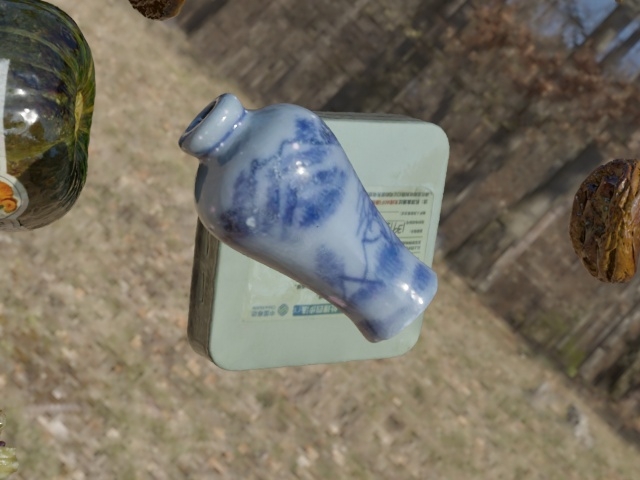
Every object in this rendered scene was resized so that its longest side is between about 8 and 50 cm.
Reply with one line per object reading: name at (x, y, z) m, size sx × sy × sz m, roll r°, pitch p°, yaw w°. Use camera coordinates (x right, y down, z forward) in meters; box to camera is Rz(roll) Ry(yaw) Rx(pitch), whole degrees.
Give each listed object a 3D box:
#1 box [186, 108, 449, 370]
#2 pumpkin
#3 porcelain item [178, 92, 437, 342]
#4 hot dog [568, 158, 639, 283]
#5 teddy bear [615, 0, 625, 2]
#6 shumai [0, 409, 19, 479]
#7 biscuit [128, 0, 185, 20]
box at (-0.001, 0.000, 1.955) m, size 0.396 × 0.396 × 0.111 m, roll -1°, pitch 16°, yaw -31°
pumpkin at (-0.343, -0.136, 1.353) m, size 0.189 × 0.260 × 0.260 m, roll 7°, pitch -8°, yaw -2°
porcelain item at (-0.012, -0.022, 1.129) m, size 0.259 × 0.141 × 0.141 m, roll 44°, pitch -7°, yaw -18°
hot dog at (0.514, -0.035, 2.238) m, size 0.099 × 0.226 × 0.160 m, roll 5°, pitch 8°, yaw -26°
teddy bear at (0.488, -0.607, 2.508) m, size 0.246 × 0.296 × 0.222 m, roll -100°, pitch -162°, yaw -44°
shumai at (-0.488, 0.300, 1.748) m, size 0.105 × 0.139 × 0.123 m, roll 66°, pitch -26°, yaw 5°
biscuit at (-0.247, -0.421, 1.842) m, size 0.212 × 0.036 × 0.212 m, roll 31°, pitch -48°, yaw 43°
